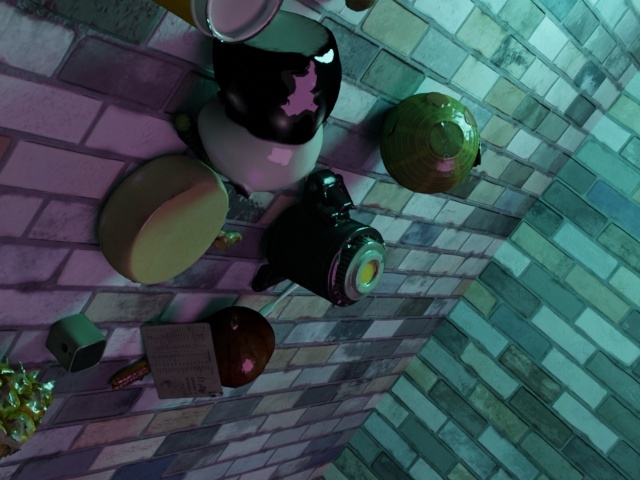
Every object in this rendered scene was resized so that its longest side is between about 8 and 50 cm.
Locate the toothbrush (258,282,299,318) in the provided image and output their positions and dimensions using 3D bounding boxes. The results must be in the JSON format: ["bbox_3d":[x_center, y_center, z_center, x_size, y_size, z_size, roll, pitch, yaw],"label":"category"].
[{"bbox_3d":[-0.037,0.099,2.545,0.342,0.025,0.030,-41,159,-14],"label":"toothbrush"}]

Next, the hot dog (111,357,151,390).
[{"bbox_3d":[-0.437,0.315,2.197,0.122,0.037,0.049,-31,148,-36],"label":"hot dog"}]

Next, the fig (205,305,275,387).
[{"bbox_3d":[-0.212,0.226,2.284,0.204,0.186,0.249,-40,138,-37],"label":"fig"}]

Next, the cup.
[{"bbox_3d":[-0.181,-0.389,1.270,0.196,0.280,0.196,-32,147,-24],"label":"cup"}]

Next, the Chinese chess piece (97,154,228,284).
[{"bbox_3d":[-0.301,-0.039,1.809,0.273,0.102,0.273,-39,154,-23],"label":"Chinese chess piece"}]

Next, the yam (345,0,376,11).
[{"bbox_3d":[0.076,-0.509,1.751,0.078,0.078,0.179,-40,154,-17],"label":"yam"}]

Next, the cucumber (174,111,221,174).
[{"bbox_3d":[-0.221,-0.175,1.805,0.044,0.043,0.256,-24,159,6],"label":"cucumber"}]

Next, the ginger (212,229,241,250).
[{"bbox_3d":[-0.210,0.003,2.105,0.048,0.030,0.097,-56,153,14],"label":"ginger"}]

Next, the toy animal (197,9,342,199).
[{"bbox_3d":[-0.092,-0.233,1.696,0.251,0.251,0.309,-27,137,-38],"label":"toy animal"}]

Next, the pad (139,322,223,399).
[{"bbox_3d":[-0.321,0.287,2.193,0.160,0.009,0.265,-3,132,1],"label":"pad"}]

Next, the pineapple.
[{"bbox_3d":[-0.639,0.290,1.727,0.344,0.209,0.286,-32,-165,26],"label":"pineapple"}]

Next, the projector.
[{"bbox_3d":[-0.489,0.207,1.890,0.083,0.082,0.083,-17,141,-48],"label":"projector"}]

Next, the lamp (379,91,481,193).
[{"bbox_3d":[0.258,-0.232,2.297,0.250,0.250,0.284,-42,-172,-12],"label":"lamp"}]

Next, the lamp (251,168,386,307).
[{"bbox_3d":[0.017,0.041,2.247,0.205,0.272,0.374,-22,146,-41],"label":"lamp"}]
